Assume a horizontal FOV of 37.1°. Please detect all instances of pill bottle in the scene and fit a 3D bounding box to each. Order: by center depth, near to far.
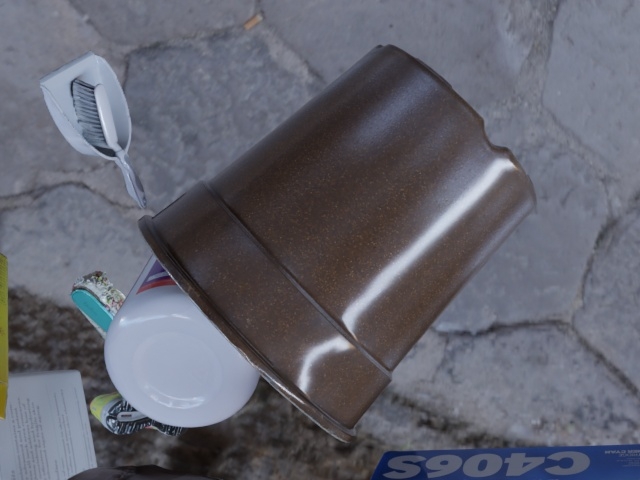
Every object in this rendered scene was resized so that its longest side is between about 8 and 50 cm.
[{"bbox_3d":[-0.141,0.075,1.203,0.182,0.323,0.181,3,116,6],"label":"pill bottle"}]

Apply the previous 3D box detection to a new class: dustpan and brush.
[{"bbox_3d":[-0.284,-0.137,1.274,0.060,0.147,0.211,-3,115,20],"label":"dustpan and brush"}]

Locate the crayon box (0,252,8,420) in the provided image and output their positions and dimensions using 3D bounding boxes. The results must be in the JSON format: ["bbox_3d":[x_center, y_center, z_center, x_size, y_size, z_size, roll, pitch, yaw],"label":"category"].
[{"bbox_3d":[-0.498,0.089,1.205,0.081,0.318,0.202,-38,128,12],"label":"crayon box"}]

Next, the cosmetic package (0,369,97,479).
[{"bbox_3d":[-0.673,0.447,1.873,0.328,0.394,0.329,-13,81,10],"label":"cosmetic package"}]

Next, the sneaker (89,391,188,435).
[{"bbox_3d":[-0.306,0.288,1.653,0.094,0.208,0.081,9,86,41],"label":"sneaker"}]

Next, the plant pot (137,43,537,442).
[{"bbox_3d":[0.018,-0.007,0.523,0.165,0.167,0.167,-43,105,0],"label":"plant pot"}]

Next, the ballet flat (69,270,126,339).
[{"bbox_3d":[-0.340,0.150,1.661,0.091,0.077,0.241,-17,114,30],"label":"ballet flat"}]

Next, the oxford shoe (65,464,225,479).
[{"bbox_3d":[-0.054,0.209,0.592,0.364,0.133,0.129,12,114,43],"label":"oxford shoe"}]

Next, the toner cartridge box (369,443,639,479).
[{"bbox_3d":[0.214,0.269,0.929,0.348,0.165,0.075,-6,104,19],"label":"toner cartridge box"}]
